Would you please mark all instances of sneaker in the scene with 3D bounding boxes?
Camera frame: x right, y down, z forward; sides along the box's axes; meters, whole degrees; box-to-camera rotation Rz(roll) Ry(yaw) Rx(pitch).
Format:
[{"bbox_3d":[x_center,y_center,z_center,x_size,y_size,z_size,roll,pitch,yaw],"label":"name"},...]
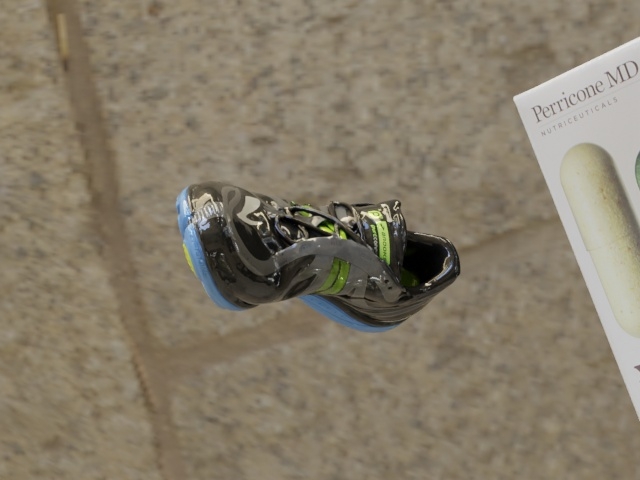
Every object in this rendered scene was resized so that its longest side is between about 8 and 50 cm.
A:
[{"bbox_3d":[0.000,0.000,0.888,0.188,0.078,0.067,15,54,-48],"label":"sneaker"}]

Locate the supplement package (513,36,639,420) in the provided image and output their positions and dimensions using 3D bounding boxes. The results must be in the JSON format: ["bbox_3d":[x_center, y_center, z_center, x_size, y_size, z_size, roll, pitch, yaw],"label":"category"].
[{"bbox_3d":[0.286,-0.012,1.072,0.198,0.199,0.263,-16,83,-48],"label":"supplement package"}]
